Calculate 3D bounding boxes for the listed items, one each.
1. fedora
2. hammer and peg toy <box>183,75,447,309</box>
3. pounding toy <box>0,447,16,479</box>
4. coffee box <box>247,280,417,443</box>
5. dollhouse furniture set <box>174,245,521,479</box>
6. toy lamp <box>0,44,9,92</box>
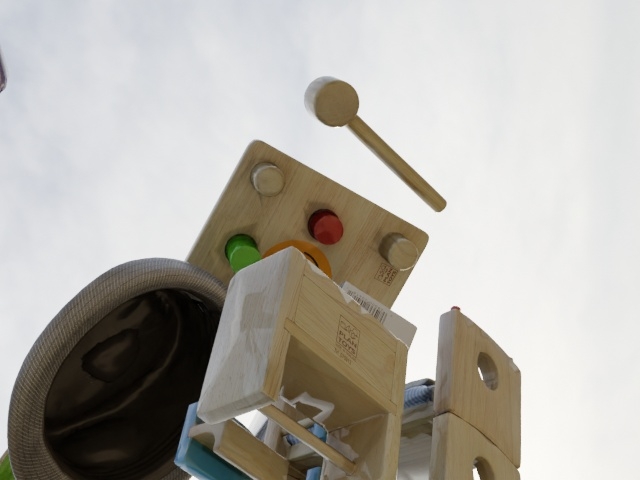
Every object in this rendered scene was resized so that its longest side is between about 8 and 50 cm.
[{"bbox_3d":[-0.204,0.137,0.995,0.275,0.124,0.244,-54,-52,-16],"label":"fedora"},{"bbox_3d":[0.000,0.000,1.213,0.265,0.127,0.361,29,-85,-14],"label":"hammer and peg toy"},{"bbox_3d":[-0.351,0.319,1.248,0.237,0.110,0.183,-61,1,-25],"label":"pounding toy"},{"bbox_3d":[-0.006,0.178,1.007,0.141,0.098,0.246,-55,4,42],"label":"coffee box"},{"bbox_3d":[-0.003,0.084,0.496,0.183,0.129,0.129,42,-141,-31],"label":"dollhouse furniture set"},{"bbox_3d":[-0.248,-0.188,0.502,0.080,0.080,0.275,-50,-56,-41],"label":"toy lamp"}]
